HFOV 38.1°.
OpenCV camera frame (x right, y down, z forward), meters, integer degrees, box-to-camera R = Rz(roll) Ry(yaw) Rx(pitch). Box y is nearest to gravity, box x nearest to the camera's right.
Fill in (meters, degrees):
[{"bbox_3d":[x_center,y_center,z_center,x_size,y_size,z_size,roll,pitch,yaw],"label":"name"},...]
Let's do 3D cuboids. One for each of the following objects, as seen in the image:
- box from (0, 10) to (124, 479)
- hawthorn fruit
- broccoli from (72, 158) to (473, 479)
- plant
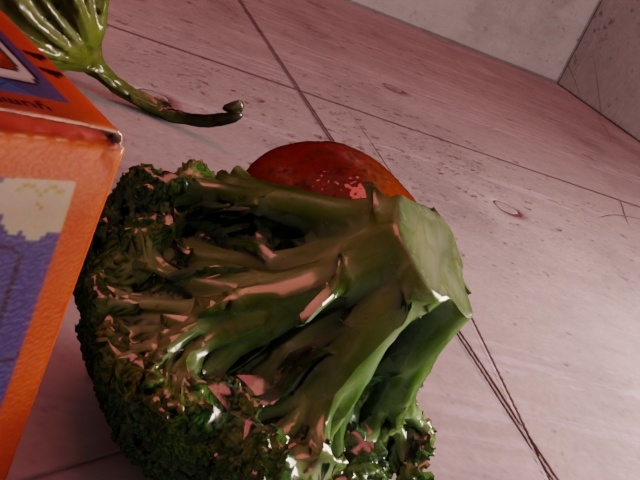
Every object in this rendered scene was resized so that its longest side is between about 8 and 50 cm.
[{"bbox_3d":[-0.333,-0.038,0.422,0.319,0.256,0.349,0,32,-45],"label":"box"},{"bbox_3d":[0.000,0.000,0.820,0.189,0.189,0.189,21,21,-9],"label":"hawthorn fruit"},{"bbox_3d":[-0.031,0.056,0.589,0.261,0.242,0.269,29,40,-52],"label":"broccoli"},{"bbox_3d":[-0.294,-0.214,1.117,0.333,0.251,0.180,56,35,-19],"label":"plant"}]
